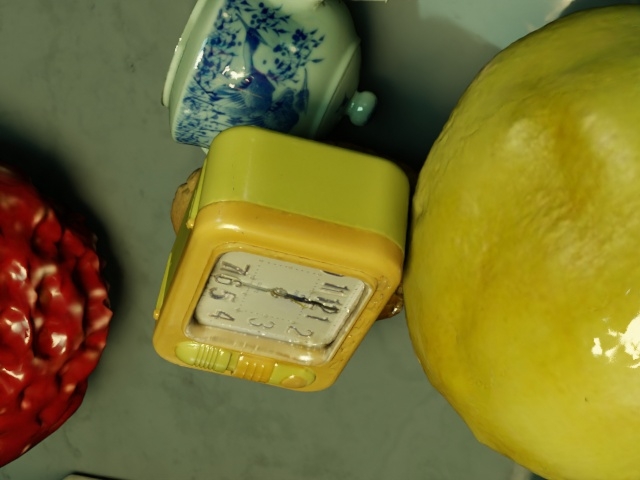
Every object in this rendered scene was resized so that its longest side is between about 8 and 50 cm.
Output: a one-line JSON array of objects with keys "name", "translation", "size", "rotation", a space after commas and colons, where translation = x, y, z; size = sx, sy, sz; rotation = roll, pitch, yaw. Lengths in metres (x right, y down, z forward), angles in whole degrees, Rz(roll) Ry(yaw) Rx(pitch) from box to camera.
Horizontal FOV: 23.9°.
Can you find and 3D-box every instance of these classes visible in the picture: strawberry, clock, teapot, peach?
[{"name": "strawberry", "translation": [-0.357, 0.065, 1.180], "size": [0.317, 0.345, 0.295], "rotation": [41, 119, 5]}, {"name": "clock", "translation": [-0.030, 0.019, 1.030], "size": [0.143, 0.096, 0.202], "rotation": [15, 146, -8]}, {"name": "teapot", "translation": [-0.027, -0.119, 1.100], "size": [0.159, 0.159, 0.232], "rotation": [33, 134, 9]}, {"name": "peach", "translation": [0.217, 0.017, 0.969], "size": [0.315, 0.281, 0.314], "rotation": [-43, 57, 19]}]

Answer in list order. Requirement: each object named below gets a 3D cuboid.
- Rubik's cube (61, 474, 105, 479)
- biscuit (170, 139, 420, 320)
[{"name": "Rubik's cube", "translation": [-0.145, 0.415, 1.228], "size": [0.319, 0.322, 0.316], "rotation": [6, 111, 21]}, {"name": "biscuit", "translation": [0.000, 0.000, 1.119], "size": [0.226, 0.042, 0.226], "rotation": [3, 146, 2]}]
